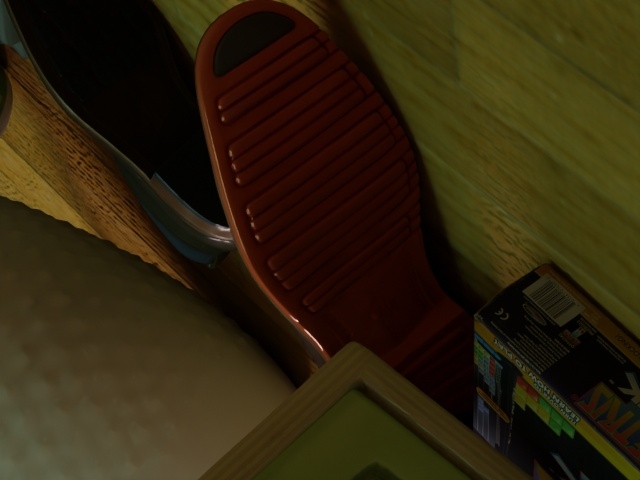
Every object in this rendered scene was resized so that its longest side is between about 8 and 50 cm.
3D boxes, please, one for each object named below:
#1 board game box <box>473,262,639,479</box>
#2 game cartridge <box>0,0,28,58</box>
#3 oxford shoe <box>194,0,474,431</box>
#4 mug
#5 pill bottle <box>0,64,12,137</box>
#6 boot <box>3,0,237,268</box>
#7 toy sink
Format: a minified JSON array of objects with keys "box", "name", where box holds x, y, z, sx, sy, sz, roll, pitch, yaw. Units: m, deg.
[{"box":[0.139,0.111,0.853,0.170,0.048,0.141,44,157,29],"name":"board game box"},{"box":[-0.265,-0.267,1.182,0.294,0.060,0.196,48,163,18],"name":"game cartridge"},{"box":[0.000,0.000,0.935,0.098,0.097,0.271,34,152,59],"name":"oxford shoe"},{"box":[-0.177,0.126,1.316,0.328,0.276,0.374,21,-175,13],"name":"mug"},{"box":[-0.329,-0.151,1.326,0.136,0.136,0.245,39,167,39],"name":"pill bottle"},{"box":[-0.115,-0.073,1.102,0.219,0.082,0.106,50,158,9],"name":"boot"},{"box":[0.047,0.184,0.839,0.234,0.153,0.131,39,146,17],"name":"toy sink"}]
